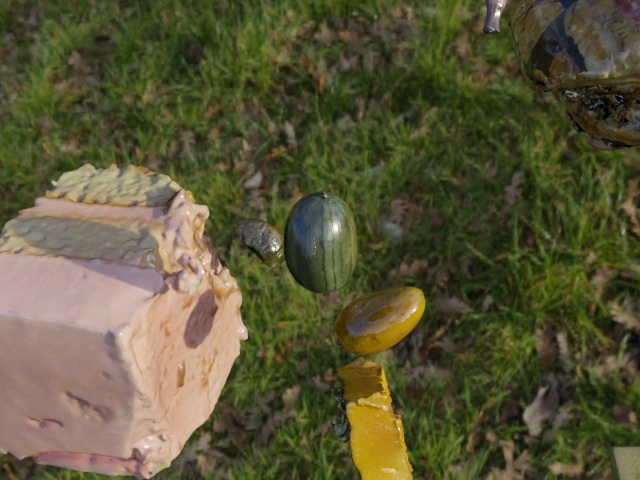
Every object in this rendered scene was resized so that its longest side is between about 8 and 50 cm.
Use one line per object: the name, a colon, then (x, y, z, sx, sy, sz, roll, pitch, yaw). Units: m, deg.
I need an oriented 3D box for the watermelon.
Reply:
watermelon: (0.000, 0.000, 0.880, 0.078, 0.110, 0.078, -3, 19, 1)

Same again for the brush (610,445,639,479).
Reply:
brush: (0.426, 0.354, 1.065, 0.103, 0.047, 0.233, 0, 33, 9)

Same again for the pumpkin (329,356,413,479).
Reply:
pumpkin: (0.033, 0.136, 0.635, 0.054, 0.083, 0.074, -13, 12, 2)

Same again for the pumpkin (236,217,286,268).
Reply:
pumpkin: (-0.070, -0.001, 1.116, 0.083, 0.028, 0.050, 35, 49, -10)

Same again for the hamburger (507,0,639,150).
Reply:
hamburger: (0.242, -0.176, 0.617, 0.231, 0.107, 0.231, -32, 40, 31)

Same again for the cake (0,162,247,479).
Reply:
cake: (-0.276, 0.103, 1.147, 0.293, 0.314, 0.306, 7, 37, 18)

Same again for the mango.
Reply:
mango: (0.067, 0.088, 0.966, 0.114, 0.060, 0.080, -25, 11, 21)

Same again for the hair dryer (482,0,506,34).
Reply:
hair dryer: (0.185, -0.280, 0.861, 0.054, 0.154, 0.106, 8, 3, -10)
